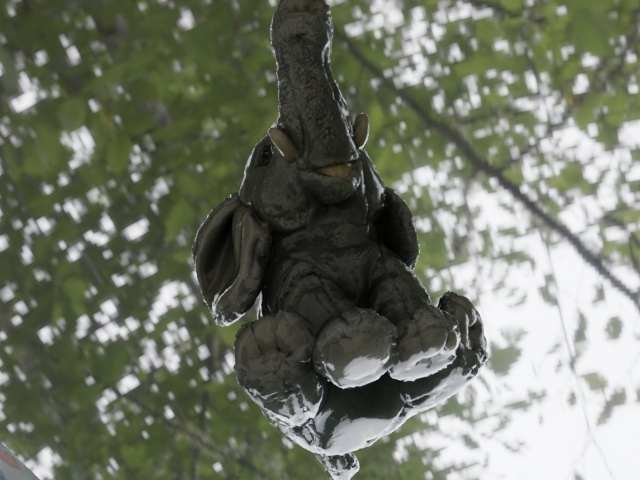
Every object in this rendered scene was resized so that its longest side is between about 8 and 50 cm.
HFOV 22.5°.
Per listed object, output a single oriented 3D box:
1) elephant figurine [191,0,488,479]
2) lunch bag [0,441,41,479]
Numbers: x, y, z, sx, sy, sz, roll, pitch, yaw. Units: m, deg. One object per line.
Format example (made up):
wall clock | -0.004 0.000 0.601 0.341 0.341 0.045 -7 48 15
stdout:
elephant figurine | 0.000 0.000 1.021 0.186 0.169 0.239 -34 -121 22
lunch bag | -0.208 0.147 0.802 0.115 0.303 0.243 -50 -152 -4
